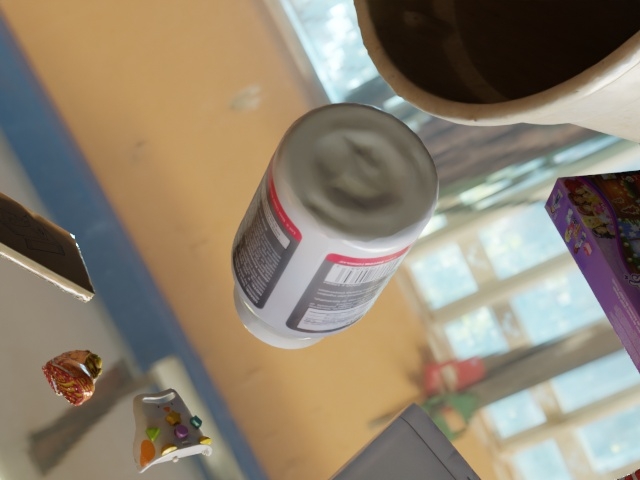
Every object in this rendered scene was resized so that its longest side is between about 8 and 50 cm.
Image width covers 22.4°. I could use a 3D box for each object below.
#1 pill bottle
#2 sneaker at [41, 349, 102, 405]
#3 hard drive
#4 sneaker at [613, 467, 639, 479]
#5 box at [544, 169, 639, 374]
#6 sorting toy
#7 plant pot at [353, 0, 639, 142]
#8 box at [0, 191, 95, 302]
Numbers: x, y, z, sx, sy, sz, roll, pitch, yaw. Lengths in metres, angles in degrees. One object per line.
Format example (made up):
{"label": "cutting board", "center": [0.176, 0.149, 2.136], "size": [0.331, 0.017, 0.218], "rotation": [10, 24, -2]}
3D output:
{"label": "pill bottle", "center": [0.000, 0.000, 1.776], "size": [0.318, 0.176, 0.176], "rotation": [121, 137, -58]}
{"label": "sneaker", "center": [-0.297, 0.157, 1.973], "size": [0.064, 0.067, 0.175], "rotation": [62, 166, -12]}
{"label": "hard drive", "center": [0.076, 0.370, 1.847], "size": [0.233, 0.047, 0.353], "rotation": [51, -132, 2]}
{"label": "sneaker", "center": [0.275, 0.241, 1.316], "size": [0.042, 0.067, 0.118], "rotation": [-4, -105, -74]}
{"label": "box", "center": [0.417, 0.038, 1.913], "size": [0.057, 0.201, 0.293], "rotation": [108, 147, -45]}
{"label": "sorting toy", "center": [-0.154, 0.185, 1.630], "size": [0.083, 0.045, 0.075], "rotation": [-10, -119, -35]}
{"label": "plant pot", "center": [0.244, -0.186, 1.042], "size": [0.305, 0.334, 0.333], "rotation": [20, -136, -37]}
{"label": "box", "center": [-0.410, -0.006, 2.237], "size": [0.201, 0.021, 0.164], "rotation": [32, -163, -34]}
